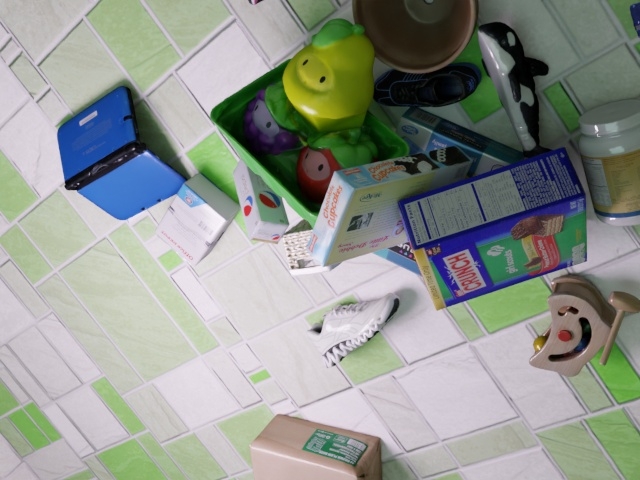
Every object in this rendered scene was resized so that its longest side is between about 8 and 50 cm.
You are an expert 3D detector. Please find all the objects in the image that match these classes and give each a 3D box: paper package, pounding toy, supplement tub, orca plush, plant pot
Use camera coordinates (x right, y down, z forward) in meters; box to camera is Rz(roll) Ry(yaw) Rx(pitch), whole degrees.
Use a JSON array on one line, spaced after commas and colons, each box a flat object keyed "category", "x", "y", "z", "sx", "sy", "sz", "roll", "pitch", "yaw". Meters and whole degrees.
[{"category": "paper package", "x": -0.009, "y": 0.658, "z": 2.250, "sx": 0.325, "sy": 0.168, "sz": 0.309, "roll": 9, "pitch": 121, "yaw": 24}, {"category": "pounding toy", "x": 0.517, "y": 0.181, "z": 1.701, "sx": 0.154, "sy": 0.155, "sz": 0.269, "roll": 31, "pitch": 127, "yaw": 3}, {"category": "supplement tub", "x": 0.553, "y": -0.142, "z": 1.502, "sx": 0.144, "sy": 0.144, "sz": 0.199, "roll": -8, "pitch": 113, "yaw": 31}, {"category": "orca plush", "x": 0.389, "y": -0.286, "z": 1.536, "sx": 0.102, "sy": 0.151, "sz": 0.287, "roll": -27, "pitch": 101, "yaw": 4}, {"category": "plant pot", "x": 0.187, "y": -0.442, "z": 1.543, "sx": 0.238, "sy": 0.109, "sz": 0.237, "roll": 13, "pitch": 124, "yaw": 21}]

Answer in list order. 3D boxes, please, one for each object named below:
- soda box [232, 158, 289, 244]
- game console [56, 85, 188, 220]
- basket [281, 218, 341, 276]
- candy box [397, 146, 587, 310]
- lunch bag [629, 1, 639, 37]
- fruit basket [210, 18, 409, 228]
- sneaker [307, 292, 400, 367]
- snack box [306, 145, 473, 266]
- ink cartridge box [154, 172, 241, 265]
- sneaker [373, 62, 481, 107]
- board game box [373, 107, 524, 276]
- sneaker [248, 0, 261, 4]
[{"category": "soda box", "x": -0.136, "y": -0.095, "z": 1.855, "sx": 0.074, "sy": 0.216, "sz": 0.069, "roll": 9, "pitch": 134, "yaw": -29}, {"category": "game console", "x": -0.503, "y": -0.213, "z": 2.093, "sx": 0.293, "sy": 0.173, "sz": 0.250, "roll": -22, "pitch": 74, "yaw": 35}, {"category": "basket", "x": 0.000, "y": 0.000, "z": 1.867, "sx": 0.113, "sy": 0.167, "sz": 0.103, "roll": -10, "pitch": 106, "yaw": 32}, {"category": "candy box", "x": 0.330, "y": -0.013, "z": 1.561, "sx": 0.317, "sy": 0.122, "sz": 0.268, "roll": -18, "pitch": 148, "yaw": 9}, {"category": "lunch bag", "x": 0.568, "y": -0.372, "z": 1.394, "sx": 0.067, "sy": 0.098, "sz": 0.065, "roll": -12, "pitch": 93, "yaw": 35}, {"category": "fruit basket", "x": -0.014, "y": -0.236, "z": 1.609, "sx": 0.392, "sy": 0.283, "sz": 0.392, "roll": 46, "pitch": 161, "yaw": 21}, {"category": "sneaker", "x": 0.073, "y": 0.198, "z": 1.985, "sx": 0.118, "sy": 0.110, "sz": 0.292, "roll": 52, "pitch": 128, "yaw": 4}, {"category": "snack box", "x": 0.134, "y": -0.068, "z": 1.559, "sx": 0.060, "sy": 0.322, "sz": 0.187, "roll": 46, "pitch": 133, "yaw": 31}, {"category": "ink cartridge box", "x": -0.306, "y": -0.050, "z": 2.047, "sx": 0.140, "sy": 0.082, "sz": 0.190, "roll": 41, "pitch": 129, "yaw": 2}, {"category": "sneaker", "x": 0.196, "y": -0.302, "z": 1.631, "sx": 0.232, "sy": 0.090, "sz": 0.081, "roll": -5, "pitch": 115, "yaw": 30}, {"category": "board game box", "x": 0.246, "y": -0.080, "z": 1.742, "sx": 0.254, "sy": 0.079, "sz": 0.336, "roll": 26, "pitch": 126, "yaw": 13}, {"category": "sneaker", "x": -0.145, "y": -0.573, "z": 1.680, "sx": 0.077, "sy": 0.072, "sz": 0.178, "roll": 14, "pitch": 115, "yaw": 35}]
